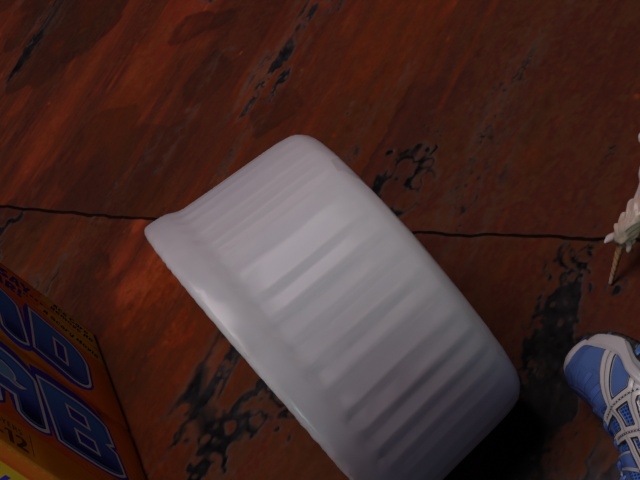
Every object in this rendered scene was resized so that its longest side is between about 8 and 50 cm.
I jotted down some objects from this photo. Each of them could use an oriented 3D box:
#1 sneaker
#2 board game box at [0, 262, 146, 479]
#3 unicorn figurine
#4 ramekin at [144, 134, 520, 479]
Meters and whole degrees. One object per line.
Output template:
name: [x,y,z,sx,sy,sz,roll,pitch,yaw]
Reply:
sneaker: [0.210,0.126,0.955,0.081,0.080,0.211,-46,33,-3]
board game box: [-0.407,0.194,1.310,0.356,0.356,0.356,-42,34,7]
unicorn figurine: [0.263,-0.050,1.089,0.162,0.060,0.111,-25,29,41]
ramekin: [0.015,0.056,1.077,0.135,0.277,0.277,-41,34,-3]
